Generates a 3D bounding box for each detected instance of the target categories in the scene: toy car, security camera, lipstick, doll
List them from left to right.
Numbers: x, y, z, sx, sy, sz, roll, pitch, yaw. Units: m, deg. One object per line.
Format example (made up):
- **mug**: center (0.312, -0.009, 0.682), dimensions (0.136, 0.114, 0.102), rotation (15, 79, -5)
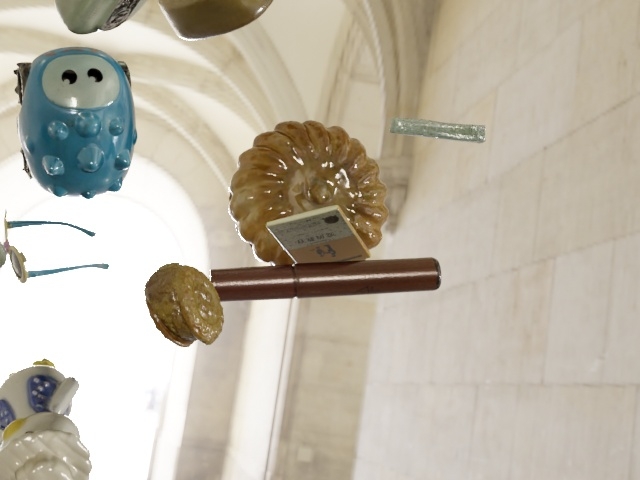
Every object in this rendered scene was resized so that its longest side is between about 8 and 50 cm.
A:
- **doll**: center (-0.359, 0.240, 1.243), dimensions (0.119, 0.138, 0.293), rotation (60, -4, -30)
- **toy car**: center (-0.387, -0.180, 1.591), dimensions (0.189, 0.255, 0.190), rotation (-5, 25, -24)
- **security camera**: center (-0.265, -0.399, 1.376), dimensions (0.157, 0.080, 0.301), rotation (-30, -7, -44)
- **lipstick**: center (0.009, 0.061, 1.528), dimensions (0.357, 0.057, 0.057), rotation (-2, -9, -5)

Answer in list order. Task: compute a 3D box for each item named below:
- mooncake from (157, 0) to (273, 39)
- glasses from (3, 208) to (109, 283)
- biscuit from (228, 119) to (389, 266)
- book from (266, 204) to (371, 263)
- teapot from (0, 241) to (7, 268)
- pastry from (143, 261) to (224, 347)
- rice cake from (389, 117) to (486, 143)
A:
- **mooncake**: center (-0.190, -0.482, 1.882), dimensions (0.235, 0.234, 0.117), rotation (1, -47, 38)
- **glasses**: center (-0.576, 0.031, 2.111), dimensions (0.221, 0.088, 0.189), rotation (13, 27, -39)
- **biscuit**: center (-0.015, -0.086, 1.921), dimensions (0.326, 0.325, 0.107), rotation (10, -15, -13)
- **book**: center (0.000, 0.000, 1.560), dimensions (0.118, 0.012, 0.172), rotation (-14, -31, 15)
- **teapot**: center (-0.410, 0.057, 1.047), dimensions (0.077, 0.200, 0.107), rotation (28, -49, -4)
- **pastry**: center (-0.157, 0.075, 1.140), dimensions (0.057, 0.109, 0.097), rotation (-24, -14, 18)
- **rice cake**: center (0.208, -0.196, 1.743), dimensions (0.171, 0.033, 0.029), rotation (7, 1, 5)
